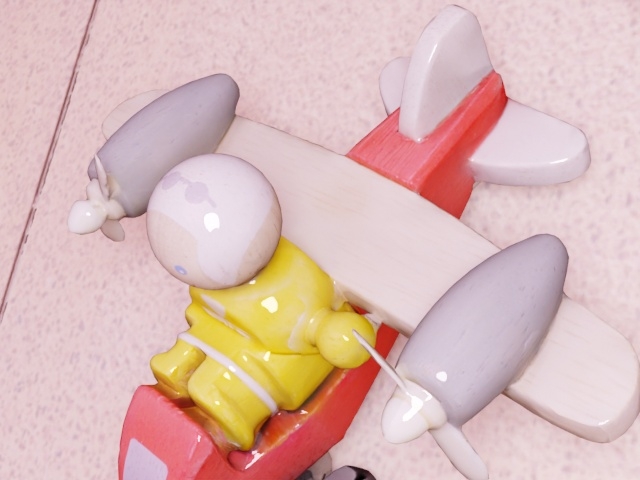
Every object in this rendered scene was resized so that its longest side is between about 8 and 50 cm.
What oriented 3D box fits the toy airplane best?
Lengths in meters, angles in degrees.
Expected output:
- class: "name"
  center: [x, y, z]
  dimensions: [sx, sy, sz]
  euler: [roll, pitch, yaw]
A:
- class: "toy airplane"
  center: [0.000, 0.000, 0.864]
  dimensions: [0.386, 0.272, 0.384]
  euler: [-21, 60, 27]
